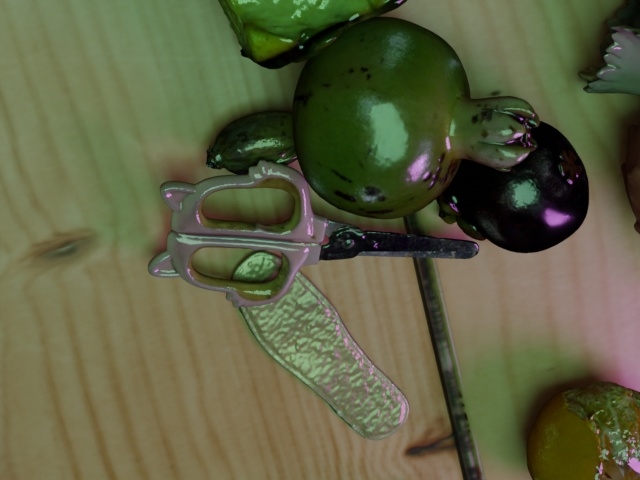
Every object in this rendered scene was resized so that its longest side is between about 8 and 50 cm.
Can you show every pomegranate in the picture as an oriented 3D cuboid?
[{"bbox_3d":[0.077,-0.116,1.195,0.210,0.179,0.179,-18,110,8],"label":"pomegranate"}]

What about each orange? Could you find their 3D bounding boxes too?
[{"bbox_3d":[0.288,0.218,1.372,0.156,0.134,0.156,-7,124,-10],"label":"orange"}]

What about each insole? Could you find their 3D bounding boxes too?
[{"bbox_3d":[0.000,0.109,1.350,0.081,0.011,0.248,-41,110,4],"label":"insole"}]

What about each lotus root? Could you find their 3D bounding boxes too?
[{"bbox_3d":[-0.060,-0.090,1.254,0.099,0.049,0.054,-16,139,-4],"label":"lotus root"}]

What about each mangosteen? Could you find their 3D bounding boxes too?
[{"bbox_3d":[0.174,-0.048,1.279,0.151,0.137,0.137,-23,114,35],"label":"mangosteen"}]

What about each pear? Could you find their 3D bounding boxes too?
[{"bbox_3d":[-0.016,-0.306,1.136,0.238,0.164,0.255,-28,109,3],"label":"pear"}]

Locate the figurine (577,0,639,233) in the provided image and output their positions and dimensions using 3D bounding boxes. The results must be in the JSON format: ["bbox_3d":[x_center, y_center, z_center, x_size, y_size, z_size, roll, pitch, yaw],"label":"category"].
[{"bbox_3d":[0.359,-0.102,1.275,0.207,0.166,0.387,-3,115,27],"label":"figurine"}]

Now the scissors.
[{"bbox_3d":[0.000,0.000,1.287,0.317,0.024,0.160,4,120,-15],"label":"scissors"}]
